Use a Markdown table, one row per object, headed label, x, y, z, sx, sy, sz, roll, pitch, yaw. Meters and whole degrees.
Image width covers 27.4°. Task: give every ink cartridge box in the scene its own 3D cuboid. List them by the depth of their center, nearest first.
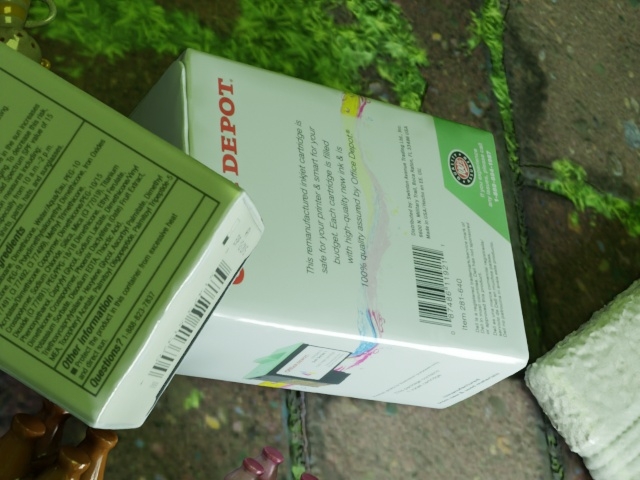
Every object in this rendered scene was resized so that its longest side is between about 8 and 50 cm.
| label | x | y | z | sx | sy | sz | roll | pitch | yaw |
| --- | --- | --- | --- | --- | --- | --- | --- | --- | --- |
| ink cartridge box | 0.000 | 0.000 | 0.962 | 0.278 | 0.117 | 0.201 | 11 | 60 | -31 |

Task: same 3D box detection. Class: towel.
| label | x | y | z | sx | sy | sz | roll | pitch | yaw |
| --- | --- | --- | --- | --- | --- | --- | --- | --- | --- |
| towel | 0.305 | 0.130 | 1.155 | 0.282 | 0.049 | 0.187 | -29 | 83 | -40 |

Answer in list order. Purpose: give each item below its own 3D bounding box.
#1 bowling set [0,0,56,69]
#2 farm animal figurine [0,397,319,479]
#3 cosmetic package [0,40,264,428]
| label | x | y | z | sx | sy | sz | roll | pitch | yaw |
| --- | --- | --- | --- | --- | --- | --- | --- | --- | --- |
| bowling set | -0.286 | -0.219 | 0.836 | 0.287 | 0.200 | 0.154 | 3 | 65 | -30 |
| farm animal figurine | -0.064 | 0.250 | 0.740 | 0.330 | 0.172 | 0.327 | 26 | 12 | -22 |
| cosmetic package | -0.197 | -0.032 | 0.745 | 0.296 | 0.129 | 0.153 | 33 | 84 | 7 |
